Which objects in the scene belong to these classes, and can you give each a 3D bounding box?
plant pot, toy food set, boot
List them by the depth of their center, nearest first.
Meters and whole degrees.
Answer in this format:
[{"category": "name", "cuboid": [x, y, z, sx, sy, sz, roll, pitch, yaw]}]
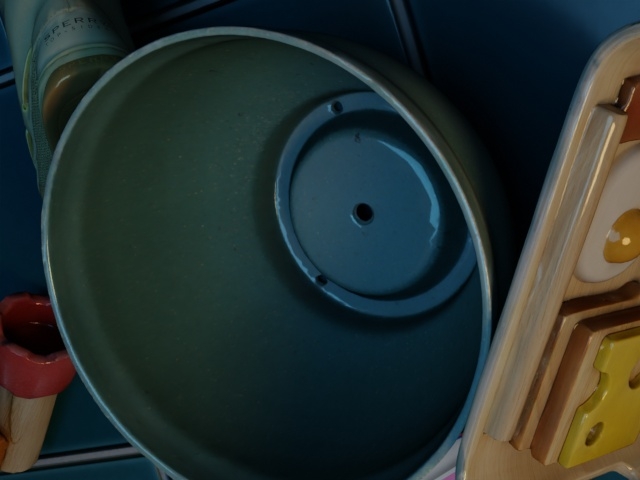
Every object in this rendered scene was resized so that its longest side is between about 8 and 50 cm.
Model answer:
[{"category": "toy food set", "cuboid": [0.204, 0.028, 0.605, 0.092, 0.219, 0.306, 34, 120, 40]}, {"category": "plant pot", "cuboid": [0.000, 0.000, 0.728, 0.293, 0.196, 0.293, 9, 110, 25]}, {"category": "boot", "cuboid": [-0.183, -0.116, 0.843, 0.262, 0.095, 0.203, 99, 153, -60]}]

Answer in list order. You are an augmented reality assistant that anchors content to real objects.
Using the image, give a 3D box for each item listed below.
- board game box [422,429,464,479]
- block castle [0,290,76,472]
[{"category": "board game box", "cuboid": [0.076, 0.275, 0.848, 0.316, 0.064, 0.242, -29, 91, 31]}, {"category": "block castle", "cuboid": [-0.424, 0.113, 0.845, 0.303, 0.453, 0.213, 33, 125, 17]}]
